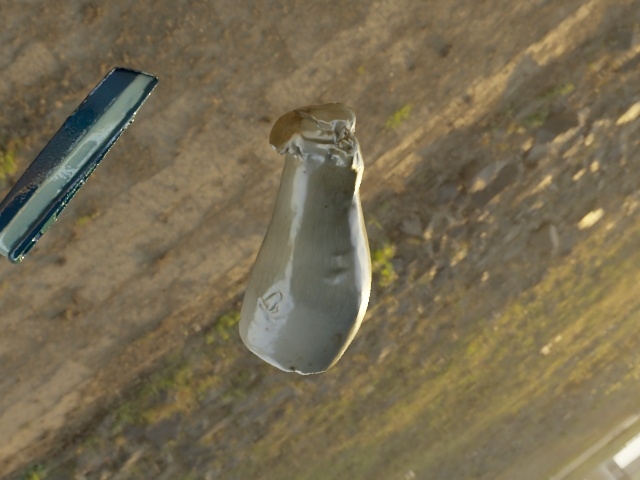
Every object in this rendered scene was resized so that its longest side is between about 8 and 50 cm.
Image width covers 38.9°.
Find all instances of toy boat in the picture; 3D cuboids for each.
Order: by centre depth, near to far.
[{"bbox_3d":[-0.308,-0.104,1.129,0.299,0.062,0.096,-55,-171,-16],"label":"toy boat"}]

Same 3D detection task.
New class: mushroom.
[{"bbox_3d":[0.000,0.000,0.754,0.116,0.093,0.225,-6,122,-40],"label":"mushroom"}]
